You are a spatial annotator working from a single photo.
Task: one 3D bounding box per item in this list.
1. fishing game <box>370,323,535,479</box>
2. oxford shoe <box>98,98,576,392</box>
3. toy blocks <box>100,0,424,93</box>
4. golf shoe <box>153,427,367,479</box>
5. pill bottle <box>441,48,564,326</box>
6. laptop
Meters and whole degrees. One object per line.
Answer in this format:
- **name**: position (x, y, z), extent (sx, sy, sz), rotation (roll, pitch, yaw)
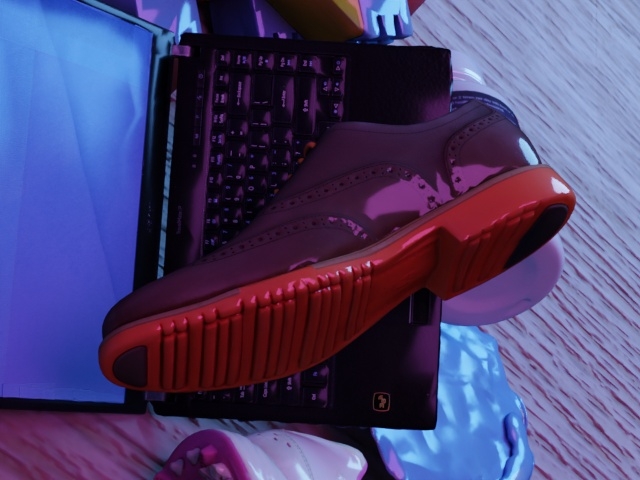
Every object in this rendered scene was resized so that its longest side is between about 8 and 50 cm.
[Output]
- **fishing game**: position (0.079, 0.110, 0.837), extent (0.189, 0.041, 0.264), rotation (-8, 70, -51)
- **oxford shoe**: position (0.000, 0.000, 0.645), extent (0.271, 0.097, 0.098), rotation (-20, 63, -23)
- **toy blocks**: position (-0.024, -0.236, 0.833), extent (0.381, 0.191, 0.261), rotation (-11, 90, -43)
- **golf shoe**: position (0.009, 0.246, 0.660), extent (0.140, 0.115, 0.306), rotation (-1, 71, -47)
- **pill bottle**: position (0.097, -0.045, 0.857), extent (0.108, 0.108, 0.193), rotation (23, 39, -33)
- **laptop**: position (-0.055, -0.018, 0.660), extent (0.264, 0.136, 0.234), rotation (4, 83, -1)
